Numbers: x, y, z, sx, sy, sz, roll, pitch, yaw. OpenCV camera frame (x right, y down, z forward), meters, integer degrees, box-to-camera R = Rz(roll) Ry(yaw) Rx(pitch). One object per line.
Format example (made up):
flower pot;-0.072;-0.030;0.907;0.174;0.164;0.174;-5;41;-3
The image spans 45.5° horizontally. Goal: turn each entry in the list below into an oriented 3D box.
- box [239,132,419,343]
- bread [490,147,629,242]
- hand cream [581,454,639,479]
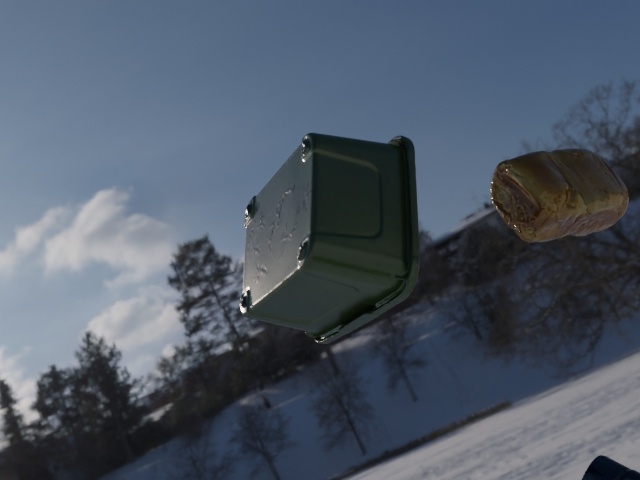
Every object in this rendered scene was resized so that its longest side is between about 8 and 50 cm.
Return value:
box;0.000;0.000;1.142;0.178;0.252;0.329;8;-26;-21
bread;0.465;-0.094;1.486;0.295;0.166;0.132;-4;-33;-41
hand cream;0.460;0.380;0.983;0.061;0.271;0.120;22;-88;-39
